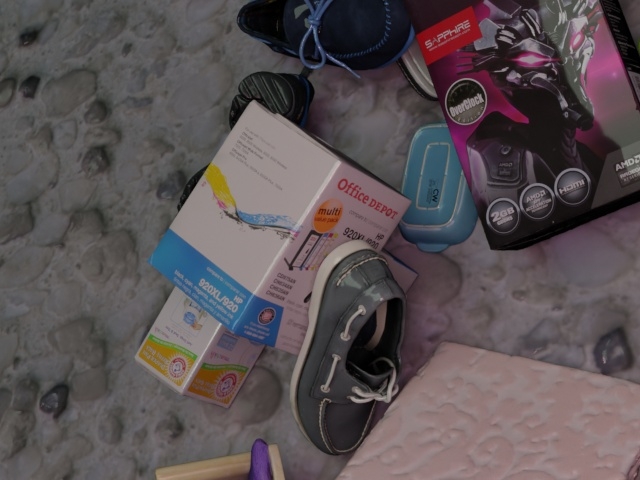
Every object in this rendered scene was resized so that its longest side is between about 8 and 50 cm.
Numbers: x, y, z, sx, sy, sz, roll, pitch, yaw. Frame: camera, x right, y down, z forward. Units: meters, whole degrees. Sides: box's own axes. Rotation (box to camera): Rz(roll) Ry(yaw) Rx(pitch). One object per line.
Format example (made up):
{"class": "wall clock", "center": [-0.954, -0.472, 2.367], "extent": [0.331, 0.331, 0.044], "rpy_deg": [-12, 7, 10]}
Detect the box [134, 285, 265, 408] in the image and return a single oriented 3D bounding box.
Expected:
{"class": "box", "center": [-0.138, 0.109, 1.815], "extent": [0.103, 0.114, 0.203], "rpy_deg": [31, 90, 35]}

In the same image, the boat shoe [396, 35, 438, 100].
{"class": "boat shoe", "center": [0.120, -0.312, 1.832], "extent": [0.091, 0.114, 0.302], "rpy_deg": [129, 132, -59]}

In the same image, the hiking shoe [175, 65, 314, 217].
{"class": "hiking shoe", "center": [-0.093, -0.100, 1.880], "extent": [0.113, 0.132, 0.304], "rpy_deg": [39, 117, 15]}

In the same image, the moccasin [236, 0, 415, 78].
{"class": "moccasin", "center": [-0.002, -0.282, 1.813], "extent": [0.342, 0.117, 0.137], "rpy_deg": [3, 93, 59]}

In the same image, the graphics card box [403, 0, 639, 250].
{"class": "graphics card box", "center": [0.255, -0.196, 1.597], "extent": [0.233, 0.094, 0.370], "rpy_deg": [-23, 79, 28]}

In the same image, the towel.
{"class": "towel", "center": [0.188, 0.252, 1.489], "extent": [0.317, 0.053, 0.332], "rpy_deg": [10, 41, 34]}

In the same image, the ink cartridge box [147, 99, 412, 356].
{"class": "ink cartridge box", "center": [-0.046, -0.011, 1.599], "extent": [0.168, 0.171, 0.232], "rpy_deg": [36, 96, 36]}

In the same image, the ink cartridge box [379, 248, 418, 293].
{"class": "ink cartridge box", "center": [0.000, 0.000, 1.757], "extent": [0.231, 0.134, 0.078], "rpy_deg": [36, 94, 37]}

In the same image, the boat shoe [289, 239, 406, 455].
{"class": "boat shoe", "center": [0.041, 0.151, 1.597], "extent": [0.099, 0.116, 0.319], "rpy_deg": [42, 139, 39]}

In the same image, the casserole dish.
{"class": "casserole dish", "center": [0.153, -0.078, 1.751], "extent": [0.114, 0.037, 0.188], "rpy_deg": [2, 74, 34]}

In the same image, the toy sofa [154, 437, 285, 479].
{"class": "toy sofa", "center": [-0.094, 0.424, 1.581], "extent": [0.150, 0.177, 0.362], "rpy_deg": [-9, 56, -10]}

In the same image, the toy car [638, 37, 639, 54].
{"class": "toy car", "center": [0.468, -0.275, 1.571], "extent": [0.155, 0.149, 0.188], "rpy_deg": [-20, 51, 37]}
